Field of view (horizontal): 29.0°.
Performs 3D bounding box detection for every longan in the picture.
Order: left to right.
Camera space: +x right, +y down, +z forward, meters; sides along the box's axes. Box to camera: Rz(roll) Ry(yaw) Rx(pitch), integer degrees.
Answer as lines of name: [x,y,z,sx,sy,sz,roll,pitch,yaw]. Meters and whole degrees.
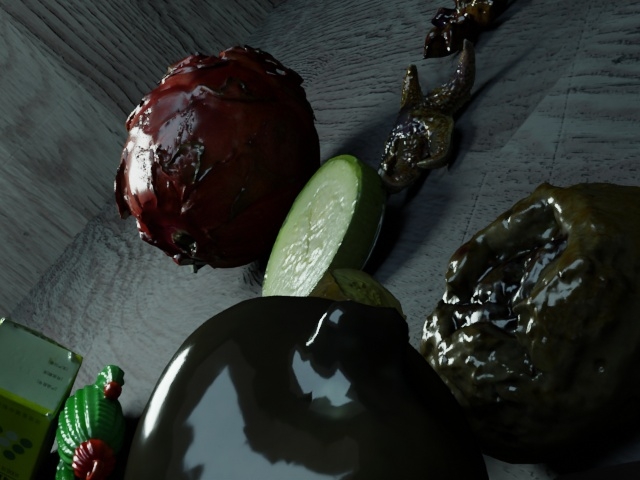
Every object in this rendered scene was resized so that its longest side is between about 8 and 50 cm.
longan: [-0.004,0.170,0.802,0.300,0.243,0.300,-16,72,58]

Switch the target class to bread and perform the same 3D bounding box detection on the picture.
bread: [0.169,0.048,0.892,0.230,0.123,0.230,-40,18,16]

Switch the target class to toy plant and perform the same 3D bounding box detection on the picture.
toy plant: [-0.308,0.270,1.640,0.155,0.088,0.240,-53,21,29]

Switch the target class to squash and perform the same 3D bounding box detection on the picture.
squash: [-0.004,-0.002,1.474,0.219,0.041,0.219,-44,30,34]

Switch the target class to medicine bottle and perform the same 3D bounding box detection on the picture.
medicine bottle: [-0.447,0.257,1.790,0.141,0.137,0.250,-73,8,-51]

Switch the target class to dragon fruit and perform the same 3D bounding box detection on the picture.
dragon fruit: [-0.142,-0.114,1.741,0.295,0.295,0.302,-25,32,53]

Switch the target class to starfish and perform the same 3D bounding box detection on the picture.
starfish: [0.124,-0.145,1.536,0.216,0.071,0.238,-37,31,17]

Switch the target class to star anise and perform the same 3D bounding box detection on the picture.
star anise: [0.205,-0.313,1.723,0.168,0.057,0.168,-39,29,26]

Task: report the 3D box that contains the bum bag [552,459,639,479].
bum bag: [0.151,0.201,0.755,0.109,0.026,0.159,-27,26,52]

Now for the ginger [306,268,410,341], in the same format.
ginger: [-0.026,0.159,1.138,0.270,0.123,0.219,-54,15,20]
